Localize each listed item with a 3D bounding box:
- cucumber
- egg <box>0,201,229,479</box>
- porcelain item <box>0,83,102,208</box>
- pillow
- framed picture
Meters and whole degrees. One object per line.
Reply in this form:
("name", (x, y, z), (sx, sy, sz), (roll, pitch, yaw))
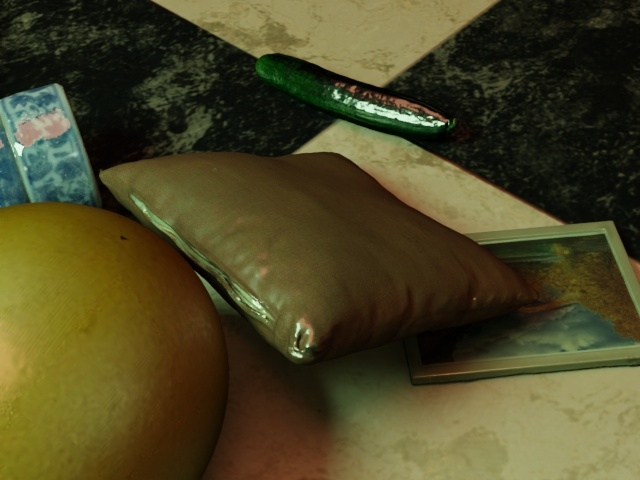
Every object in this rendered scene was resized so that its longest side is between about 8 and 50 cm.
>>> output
("cucumber", (0.035, -0.170, 1.174), (0.284, 0.056, 0.056), (23, 51, 25))
("egg", (-0.217, 0.121, 0.734), (0.283, 0.282, 0.351), (10, 32, 11))
("porcelain item", (-0.305, -0.082, 1.031), (0.114, 0.147, 0.147), (-20, 49, -14))
("pillow", (0.000, 0.000, 0.907), (0.305, 0.108, 0.308), (-7, 34, -44))
("framed picture", (0.197, 0.057, 0.975), (0.250, 0.016, 0.184), (-4, 46, -2))
